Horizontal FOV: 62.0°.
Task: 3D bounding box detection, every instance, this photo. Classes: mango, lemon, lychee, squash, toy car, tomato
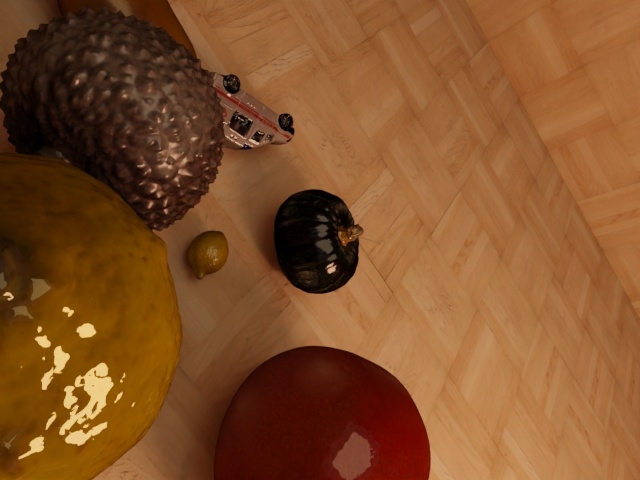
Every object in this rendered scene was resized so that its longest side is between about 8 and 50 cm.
[{"bbox_3d":[-0.301,-0.334,0.838,0.254,0.139,0.175,54,44,-23],"label":"mango"},{"bbox_3d":[-0.183,0.022,0.869,0.065,0.065,0.092,37,57,-28],"label":"lemon"},{"bbox_3d":[-0.254,-0.155,0.702,0.300,0.300,0.300,18,62,-39],"label":"lychee"},{"bbox_3d":[-0.005,0.002,0.989,0.193,0.156,0.193,-15,109,-47],"label":"squash"},{"bbox_3d":[-0.146,-0.215,0.975,0.210,0.089,0.108,28,77,-38],"label":"toy car"},{"bbox_3d":[0.001,0.308,0.785,0.321,0.321,0.321,18,62,-39],"label":"tomato"},{"bbox_3d":[-0.306,0.078,0.509,0.350,0.387,0.349,8,65,-18],"label":"lemon"}]
